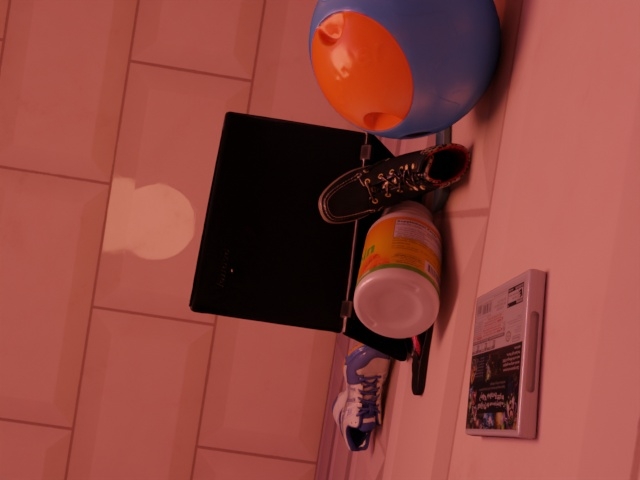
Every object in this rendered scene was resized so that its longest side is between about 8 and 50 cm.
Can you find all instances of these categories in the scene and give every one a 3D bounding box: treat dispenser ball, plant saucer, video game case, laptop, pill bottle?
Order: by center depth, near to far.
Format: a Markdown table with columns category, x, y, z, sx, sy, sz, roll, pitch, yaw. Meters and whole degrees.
| category | x | y | z | sx | sy | sz | roll | pitch | yaw |
| --- | --- | --- | --- | --- | --- | --- | --- | --- | --- |
| video game case | 0.207 | 0.135 | 0.844 | 0.190 | 0.022 | 0.173 | 113 | 166 | -75 |
| treat dispenser ball | 0.126 | -0.298 | 1.123 | 0.288 | 0.288 | 0.288 | -171 | 90 | -87 |
| pill bottle | 0.138 | 0.037 | 1.262 | 0.246 | 0.136 | 0.136 | -74 | -4 | -54 |
| plant saucer | 0.226 | -0.145 | 1.375 | 0.067 | 0.018 | 0.192 | 104 | 174 | -59 |
| laptop | 0.000 | 0.000 | 1.416 | 0.408 | 0.236 | 0.382 | 33 | -120 | -54 |

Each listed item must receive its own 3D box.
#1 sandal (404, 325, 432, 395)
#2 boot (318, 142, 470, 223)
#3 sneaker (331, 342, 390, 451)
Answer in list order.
| category | x | y | z | sx | sy | sz | roll | pitch | yaw |
| --- | --- | --- | --- | --- | --- | --- | --- | --- | --- |
| sandal | 0.167 | 0.180 | 1.300 | 0.067 | 0.040 | 0.179 | 112 | 166 | -79 |
| boot | 0.122 | -0.099 | 1.244 | 0.085 | 0.236 | 0.178 | 69 | 165 | -4 |
| sneaker | 0.107 | 0.349 | 1.646 | 0.131 | 0.111 | 0.297 | -110 | 22 | -46 |
